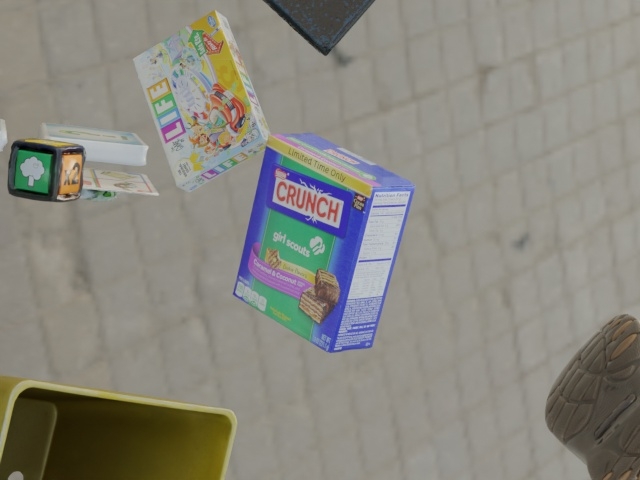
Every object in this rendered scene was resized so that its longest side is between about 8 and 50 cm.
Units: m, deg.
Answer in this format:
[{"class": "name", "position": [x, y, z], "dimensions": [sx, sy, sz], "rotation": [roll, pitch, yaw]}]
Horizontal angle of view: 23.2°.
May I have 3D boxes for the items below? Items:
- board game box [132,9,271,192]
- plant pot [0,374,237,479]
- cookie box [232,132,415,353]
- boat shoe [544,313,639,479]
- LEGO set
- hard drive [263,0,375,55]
[{"class": "board game box", "position": [-0.118, -0.139, 1.552], "dimensions": [0.026, 0.103, 0.154], "rotation": [27, 37, -62]}, {"class": "plant pot", "position": [-0.222, 0.202, 1.197], "dimensions": [0.212, 0.187, 0.212], "rotation": [15, 88, -44]}, {"class": "cookie box", "position": [0.000, 0.000, 0.933], "dimensions": [0.040, 0.092, 0.107], "rotation": [-5, 115, -46]}, {"class": "boat shoe", "position": [0.272, 0.162, 1.285], "dimensions": [0.116, 0.123, 0.324], "rotation": [41, 14, -12]}, {"class": "LEGO set", "position": [-0.160, -0.056, 0.667], "dimensions": [0.183, 0.244, 0.060], "rotation": [5, 98, -11]}, {"class": "hard drive", "position": [0.014, -0.198, 1.002], "dimensions": [0.094, 0.022, 0.135], "rotation": [40, 92, -30]}]
